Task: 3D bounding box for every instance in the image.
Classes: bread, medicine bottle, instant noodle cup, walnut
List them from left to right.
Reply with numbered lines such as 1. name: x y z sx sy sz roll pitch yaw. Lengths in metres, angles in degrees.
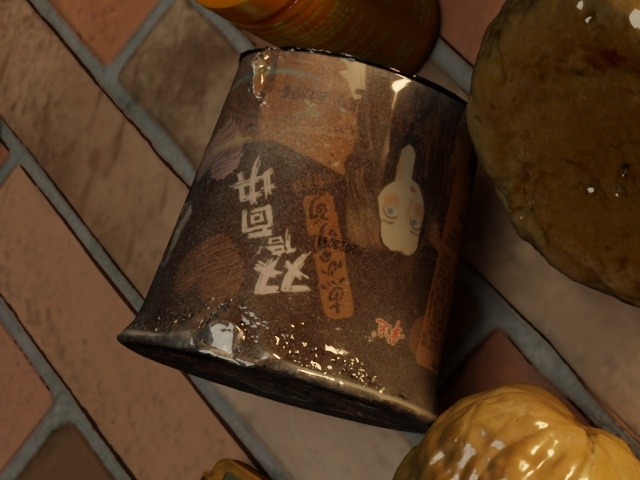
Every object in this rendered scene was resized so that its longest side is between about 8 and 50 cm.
1. medicine bottle: -0.004 -0.171 1.069 0.096 0.192 0.096 -9 73 31
2. instant noodle cup: 0.000 0.000 1.025 0.217 0.217 0.207 9 77 35
3. walnut: 0.109 0.182 0.941 0.155 0.155 0.184 35 101 34
4. bread: 0.194 -0.069 0.921 0.230 0.123 0.230 33 141 32

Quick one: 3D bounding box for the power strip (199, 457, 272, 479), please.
1. power strip: -0.015 0.206 1.088 0.178 0.028 0.049 28 95 35
